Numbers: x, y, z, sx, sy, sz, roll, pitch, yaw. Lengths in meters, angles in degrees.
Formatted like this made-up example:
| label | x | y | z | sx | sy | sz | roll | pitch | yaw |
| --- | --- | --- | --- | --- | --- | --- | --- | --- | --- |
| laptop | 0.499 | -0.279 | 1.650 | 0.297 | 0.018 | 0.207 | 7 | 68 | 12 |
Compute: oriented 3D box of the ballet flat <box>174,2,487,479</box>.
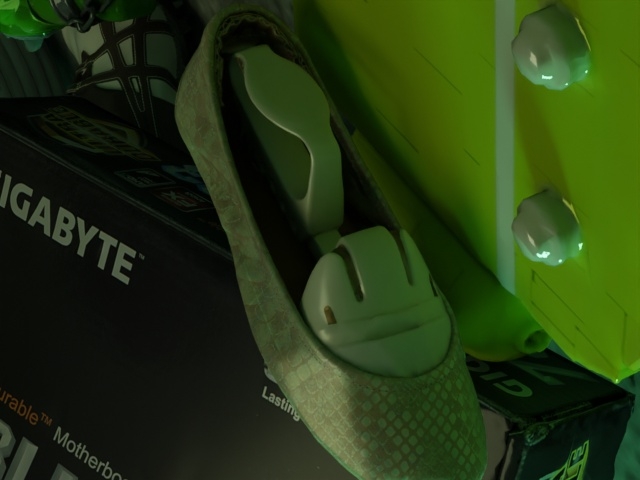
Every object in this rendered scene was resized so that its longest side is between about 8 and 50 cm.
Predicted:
| label | x | y | z | sx | sy | sz | roll | pitch | yaw |
| --- | --- | --- | --- | --- | --- | --- | --- | --- | --- |
| ballet flat | 0.000 | 0.000 | 0.536 | 0.168 | 0.057 | 0.052 | 59 | 153 | 25 |

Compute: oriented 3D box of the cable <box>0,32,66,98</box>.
| label | x | y | z | sx | sy | sz | roll | pitch | yaw |
| --- | --- | --- | --- | --- | --- | --- | --- | --- | --- |
| cable | -0.227 | -0.032 | 1.138 | 0.257 | 0.089 | 0.257 | 4 | 103 | 58 |

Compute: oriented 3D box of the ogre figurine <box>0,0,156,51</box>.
| label | x | y | z | sx | sy | sz | roll | pitch | yaw |
| --- | --- | --- | --- | --- | --- | --- | --- | --- | --- |
| ogre figurine | -0.137 | -0.167 | 0.812 | 0.197 | 0.097 | 0.118 | 49 | 144 | 1 |

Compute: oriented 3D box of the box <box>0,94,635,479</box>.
| label | x | y | z | sx | sy | sz | roll | pitch | yaw |
| --- | --- | --- | --- | --- | --- | --- | --- | --- | --- |
| box | -0.052 | 0.129 | 0.688 | 0.295 | 0.073 | 0.293 | 29 | 115 | 35 |

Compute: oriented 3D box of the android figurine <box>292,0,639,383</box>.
| label | x | y | z | sx | sy | sz | roll | pitch | yaw |
| --- | --- | --- | --- | --- | --- | --- | --- | --- | --- |
| android figurine | 0.043 | -0.069 | 0.498 | 0.273 | 0.056 | 0.248 | 52 | 158 | 37 |

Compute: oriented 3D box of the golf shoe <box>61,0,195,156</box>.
| label | x | y | z | sx | sy | sz | roll | pitch | yaw |
| --- | --- | --- | --- | --- | --- | --- | --- | --- | --- |
| golf shoe | -0.091 | -0.061 | 0.816 | 0.198 | 0.094 | 0.077 | 45 | 155 | 49 |
